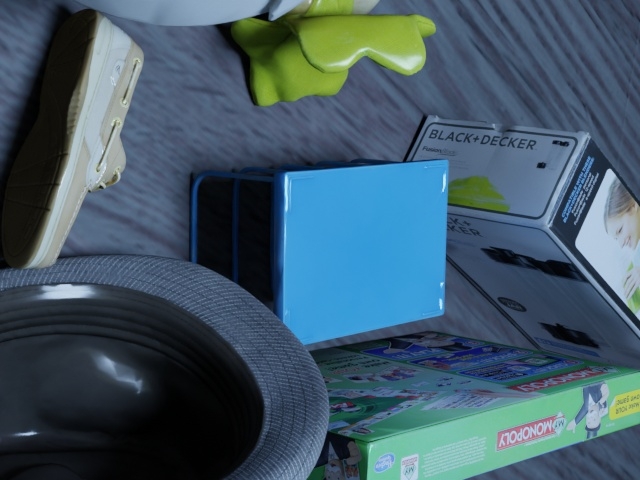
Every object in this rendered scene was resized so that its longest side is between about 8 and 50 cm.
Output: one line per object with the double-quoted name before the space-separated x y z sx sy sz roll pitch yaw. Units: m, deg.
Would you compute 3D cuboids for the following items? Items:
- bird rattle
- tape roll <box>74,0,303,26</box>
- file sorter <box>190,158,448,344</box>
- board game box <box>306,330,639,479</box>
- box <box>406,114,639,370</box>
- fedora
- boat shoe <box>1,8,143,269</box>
"bird rattle" -0.023 -0.224 0.902 0.253 0.143 0.207 56 45 -20
"tape roll" -0.077 -0.267 0.716 0.286 0.100 0.286 4 75 -16
"file sorter" 0.000 0.000 0.940 0.170 0.104 0.118 -8 102 -45
"board game box" 0.062 0.119 0.946 0.317 0.213 0.046 -5 100 -45
"box" 0.207 0.012 1.115 0.290 0.169 0.087 43 69 -43
"fedora" -0.141 0.126 0.765 0.275 0.244 0.124 -20 140 -46
"boat shoe" -0.148 -0.058 0.805 0.059 0.063 0.170 25 76 -43
